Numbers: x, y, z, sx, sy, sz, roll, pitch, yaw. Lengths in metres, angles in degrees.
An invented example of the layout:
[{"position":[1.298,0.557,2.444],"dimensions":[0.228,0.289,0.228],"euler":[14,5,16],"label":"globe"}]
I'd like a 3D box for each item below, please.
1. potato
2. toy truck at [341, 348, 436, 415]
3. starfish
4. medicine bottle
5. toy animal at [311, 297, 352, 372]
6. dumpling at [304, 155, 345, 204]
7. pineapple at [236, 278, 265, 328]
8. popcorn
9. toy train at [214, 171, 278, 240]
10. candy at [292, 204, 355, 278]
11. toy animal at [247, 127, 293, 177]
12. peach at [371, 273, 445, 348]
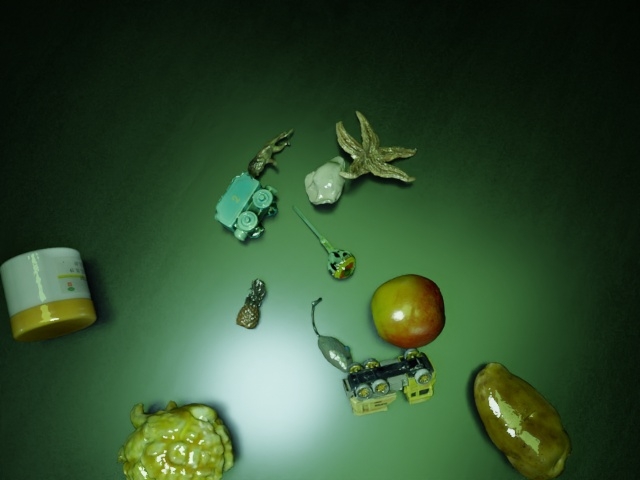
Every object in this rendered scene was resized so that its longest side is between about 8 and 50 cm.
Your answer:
[{"position":[0.595,0.535,1.822],"dimensions":[0.195,0.176,0.369],"euler":[-41,75,20],"label":"potato"},{"position":[0.207,0.440,1.847],"dimensions":[0.272,0.124,0.157],"euler":[-12,121,-7],"label":"toy truck"},{"position":[0.180,-0.287,2.035],"dimensions":[0.303,0.060,0.299],"euler":[19,55,-5],"label":"starfish"},{"position":[-0.826,0.165,1.866],"dimensions":[0.238,0.238,0.231],"euler":[-17,77,-3],"label":"medicine bottle"},{"position":[0.022,0.306,1.925],"dimensions":[0.079,0.070,0.252],"euler":[-13,62,-38],"label":"toy animal"},{"position":[0.011,-0.198,2.018],"dimensions":[0.134,0.100,0.169],"euler":[3,87,32],"label":"dumpling"},{"position":[-0.215,0.199,1.937],"dimensions":[0.074,0.074,0.159],"euler":[17,78,4],"label":"pineapple"},{"position":[-0.420,0.611,1.757],"dimensions":[0.336,0.279,0.274],"euler":[-9,97,-14],"label":"popcorn"},{"position":[-0.239,-0.108,1.986],"dimensions":[0.163,0.112,0.203],"euler":[30,79,13],"label":"toy train"},{"position":[0.000,0.000,1.988],"dimensions":[0.091,0.083,0.305],"euler":[-45,72,9],"label":"candy"},{"position":[-0.162,-0.299,2.040],"dimensions":[0.220,0.086,0.069],"euler":[-46,121,-13],"label":"toy animal"},{"position":[0.267,0.214,1.863],"dimensions":[0.231,0.231,0.230],"euler":[0,78,0],"label":"peach"}]
